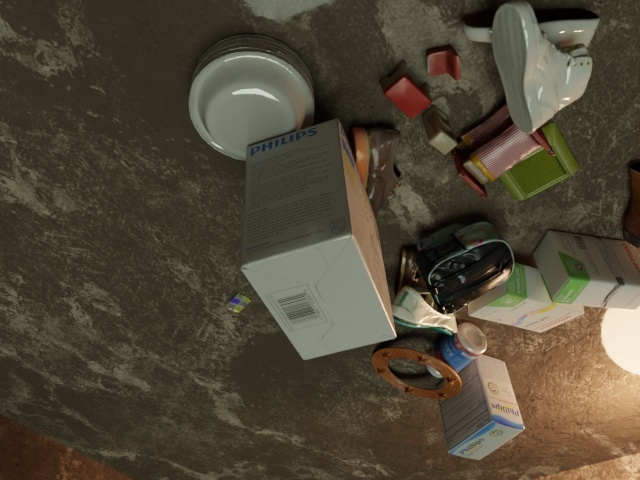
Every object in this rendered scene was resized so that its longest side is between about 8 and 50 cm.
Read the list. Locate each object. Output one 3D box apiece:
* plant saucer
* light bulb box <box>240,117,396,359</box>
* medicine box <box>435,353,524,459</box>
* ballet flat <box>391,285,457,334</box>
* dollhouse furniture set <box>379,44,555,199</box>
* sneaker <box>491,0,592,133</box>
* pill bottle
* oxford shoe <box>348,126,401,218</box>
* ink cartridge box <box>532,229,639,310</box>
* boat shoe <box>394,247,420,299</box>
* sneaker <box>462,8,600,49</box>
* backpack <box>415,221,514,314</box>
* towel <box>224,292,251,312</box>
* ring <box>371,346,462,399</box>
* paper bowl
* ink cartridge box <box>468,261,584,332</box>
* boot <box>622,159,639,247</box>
[{"bbox_3d":[0.567,-0.192,1.494,0.188,0.045,0.188,-30,128,24],"label":"plant saucer"},{"bbox_3d":[0.000,0.000,1.241,0.225,0.361,0.358,-15,135,11],"label":"light bulb box"},{"bbox_3d":[0.582,0.618,2.115,0.149,0.289,0.263,18,131,-19],"label":"medicine box"},{"bbox_3d":[0.350,0.221,1.810,0.139,0.139,0.400,-31,152,25],"label":"ballet flat"},{"bbox_3d":[0.339,-0.286,1.314,0.374,0.152,0.201,33,125,-30],"label":"dollhouse furniture set"},{"bbox_3d":[0.452,-0.378,1.145,0.169,0.108,0.293,-33,133,-4],"label":"sneaker"},{"bbox_3d":[0.471,0.395,2.006,0.124,0.124,0.221,18,133,-20],"label":"pill bottle"},{"bbox_3d":[0.145,-0.129,1.482,0.132,0.130,0.364,-7,135,-5],"label":"oxford shoe"},{"bbox_3d":[0.798,0.089,1.672,0.272,0.198,0.115,8,134,-10],"label":"ink cartridge box"},{"bbox_3d":[0.272,0.109,1.753,0.073,0.073,0.207,3,134,-2],"label":"boat shoe"},{"bbox_3d":[0.443,-0.422,1.219,0.290,0.106,0.123,-1,132,-4],"label":"sneaker"},{"bbox_3d":[0.414,0.063,1.628,0.253,0.191,0.225,-26,130,7],"label":"backpack"},{"bbox_3d":[-0.272,0.208,1.867,0.060,0.009,0.083,29,127,-26],"label":"towel"},{"bbox_3d":[0.344,0.494,2.067,0.336,0.032,0.337,19,145,14],"label":"ring"},{"bbox_3d":[-0.153,-0.301,1.282,0.284,0.148,0.284,-2,134,-2],"label":"paper bowl"},{"bbox_3d":[0.669,0.189,1.787,0.353,0.119,0.207,14,150,-16],"label":"ink cartridge box"},{"bbox_3d":[0.945,-0.066,1.515,0.096,0.264,0.280,-31,135,-11],"label":"boot"}]
